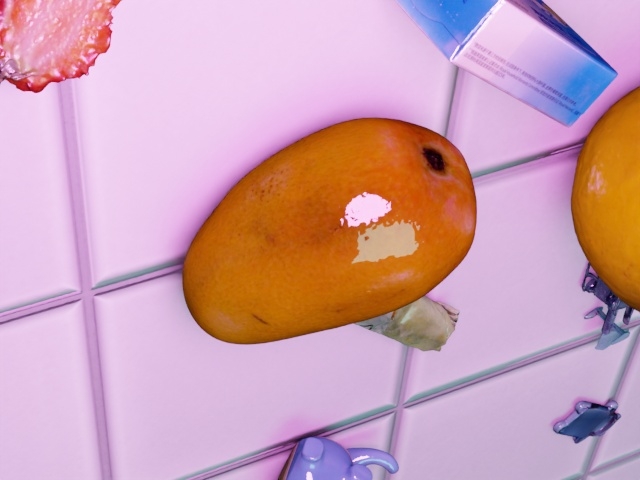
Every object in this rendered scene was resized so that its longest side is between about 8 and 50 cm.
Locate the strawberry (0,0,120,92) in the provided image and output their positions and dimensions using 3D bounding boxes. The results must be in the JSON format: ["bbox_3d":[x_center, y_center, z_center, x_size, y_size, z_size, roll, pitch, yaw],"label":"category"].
[{"bbox_3d":[-0.206,-0.177,0.971,0.152,0.048,0.104,-47,135,-4],"label":"strawberry"}]

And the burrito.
[{"bbox_3d":[0.083,0.061,1.432,0.104,0.054,0.288,-46,139,14],"label":"burrito"}]

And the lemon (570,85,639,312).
[{"bbox_3d":[0.415,-0.043,1.362,0.297,0.297,0.297,-19,141,-17],"label":"lemon"}]

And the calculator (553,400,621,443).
[{"bbox_3d":[0.414,0.277,1.929,0.141,0.019,0.094,18,121,-47],"label":"calculator"}]

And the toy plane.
[{"bbox_3d":[0.393,0.064,1.653,0.096,0.060,0.235,-25,140,-31],"label":"toy plane"}]

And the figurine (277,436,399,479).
[{"bbox_3d":[0.019,0.352,1.629,0.180,0.153,0.262,-3,139,-17],"label":"figurine"}]

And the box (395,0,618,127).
[{"bbox_3d":[0.160,-0.192,1.131,0.194,0.139,0.073,19,119,-46],"label":"box"}]

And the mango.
[{"bbox_3d":[0.000,0.000,1.216,0.317,0.173,0.211,-29,150,15],"label":"mango"}]
